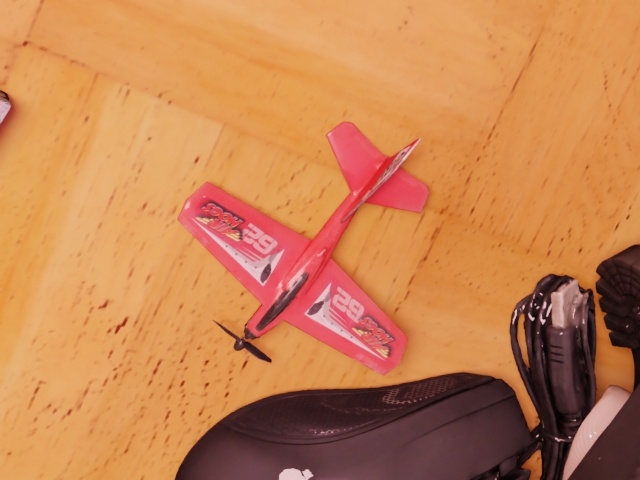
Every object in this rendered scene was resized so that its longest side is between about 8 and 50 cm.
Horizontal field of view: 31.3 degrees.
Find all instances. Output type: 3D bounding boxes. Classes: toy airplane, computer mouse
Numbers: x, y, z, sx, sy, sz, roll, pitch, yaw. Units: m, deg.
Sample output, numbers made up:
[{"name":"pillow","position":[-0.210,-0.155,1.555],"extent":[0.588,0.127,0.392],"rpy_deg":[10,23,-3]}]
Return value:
[{"name":"toy airplane","position":[0.000,0.000,0.613],"extent":[0.151,0.028,0.151],"rpy_deg":[-3,105,-10]},{"name":"computer mouse","position":[0.052,0.135,0.659],"extent":[0.272,0.072,0.188],"rpy_deg":[-12,114,-15]}]

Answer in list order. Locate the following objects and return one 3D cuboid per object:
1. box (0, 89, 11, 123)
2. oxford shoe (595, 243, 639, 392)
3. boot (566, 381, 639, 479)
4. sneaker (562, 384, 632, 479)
[{"name":"box","position":[-0.219,-0.031,0.527],"extent":[0.094,0.027,0.137],"rpy_deg":[30,98,-28]},{"name":"oxford shoe","position":[0.242,0.087,0.704],"extent":[0.096,0.083,0.227],"rpy_deg":[-31,124,-21]},{"name":"boot","position":[0.287,0.151,0.607],"extent":[0.367,0.146,0.445],"rpy_deg":[48,63,-24]},{"name":"sneaker","position":[0.207,0.166,0.684],"extent":[0.080,0.094,0.212],"rpy_deg":[-52,139,-25]}]
